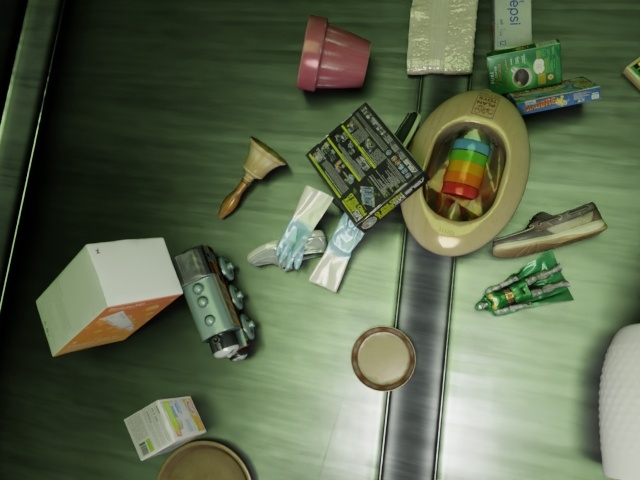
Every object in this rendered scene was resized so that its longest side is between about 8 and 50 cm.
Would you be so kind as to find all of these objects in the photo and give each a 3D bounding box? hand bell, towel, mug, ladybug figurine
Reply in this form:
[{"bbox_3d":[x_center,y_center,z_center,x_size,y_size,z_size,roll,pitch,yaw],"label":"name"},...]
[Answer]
[{"bbox_3d":[-0.218,-0.163,1.685,0.126,0.126,0.242,42,102,15],"label":"hand bell"},{"bbox_3d":[0.345,-0.600,1.669,0.187,0.049,0.282,4,81,13],"label":"towel"},{"bbox_3d":[0.801,0.352,1.278,0.374,0.276,0.327,-3,72,21],"label":"mug"},{"bbox_3d":[0.370,-0.170,1.524,0.305,0.162,0.449,20,84,15],"label":"ladybug figurine"}]

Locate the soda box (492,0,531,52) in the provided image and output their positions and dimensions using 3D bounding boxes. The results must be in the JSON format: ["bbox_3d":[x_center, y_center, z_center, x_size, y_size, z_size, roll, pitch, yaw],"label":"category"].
[{"bbox_3d":[0.519,-0.631,1.617,0.098,0.091,0.286,0,80,11],"label":"soda box"}]

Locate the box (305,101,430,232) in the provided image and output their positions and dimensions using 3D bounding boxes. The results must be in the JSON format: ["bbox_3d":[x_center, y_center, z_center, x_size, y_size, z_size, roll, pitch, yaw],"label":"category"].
[{"bbox_3d":[0.113,-0.189,1.508,0.216,0.060,0.270,-40,60,12],"label":"box"}]

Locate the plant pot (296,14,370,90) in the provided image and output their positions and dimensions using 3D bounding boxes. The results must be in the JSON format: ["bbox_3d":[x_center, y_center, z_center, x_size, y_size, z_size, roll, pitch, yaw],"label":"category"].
[{"bbox_3d":[0.039,-0.506,1.648,0.180,0.201,0.201,11,82,-2],"label":"plant pot"}]

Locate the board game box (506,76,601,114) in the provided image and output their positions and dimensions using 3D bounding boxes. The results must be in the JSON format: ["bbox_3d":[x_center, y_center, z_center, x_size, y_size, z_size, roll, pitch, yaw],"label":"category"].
[{"bbox_3d":[0.597,-0.375,1.536,0.201,0.136,0.035,-10,114,9],"label":"board game box"}]

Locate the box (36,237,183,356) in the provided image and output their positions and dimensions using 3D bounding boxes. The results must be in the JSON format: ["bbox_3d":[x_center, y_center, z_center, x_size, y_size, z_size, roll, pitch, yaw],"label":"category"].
[{"bbox_3d":[-0.556,0.148,1.547,0.345,0.215,0.168,-36,72,38],"label":"box"}]

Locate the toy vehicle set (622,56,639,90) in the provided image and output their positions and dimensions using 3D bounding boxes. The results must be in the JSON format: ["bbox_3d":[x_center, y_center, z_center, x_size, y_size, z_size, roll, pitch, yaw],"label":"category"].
[{"bbox_3d":[0.938,-0.394,1.518,0.166,0.035,0.267,-38,75,3],"label":"toy vehicle set"}]

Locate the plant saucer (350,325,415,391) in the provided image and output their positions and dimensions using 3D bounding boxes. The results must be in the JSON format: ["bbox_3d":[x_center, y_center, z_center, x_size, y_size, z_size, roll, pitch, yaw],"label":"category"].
[{"bbox_3d":[0.164,0.307,1.546,0.169,0.029,0.168,-2,78,11],"label":"plant saucer"}]

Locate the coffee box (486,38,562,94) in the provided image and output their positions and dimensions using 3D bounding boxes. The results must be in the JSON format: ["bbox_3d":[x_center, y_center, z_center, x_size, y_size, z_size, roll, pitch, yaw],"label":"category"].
[{"bbox_3d":[0.533,-0.453,1.557,0.184,0.113,0.040,-8,35,17],"label":"coffee box"}]

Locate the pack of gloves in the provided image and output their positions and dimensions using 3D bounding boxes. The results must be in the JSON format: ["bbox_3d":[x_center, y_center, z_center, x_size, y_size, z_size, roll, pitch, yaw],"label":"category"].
[{"bbox_3d":[0.000,0.000,1.554,0.195,0.046,0.232,26,100,0],"label":"pack of gloves"}]

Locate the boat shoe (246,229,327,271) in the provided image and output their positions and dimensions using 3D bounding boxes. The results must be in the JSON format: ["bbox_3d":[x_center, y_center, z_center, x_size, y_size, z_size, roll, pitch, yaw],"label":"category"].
[{"bbox_3d":[-0.089,0.039,1.620,0.228,0.079,0.081,-17,72,4],"label":"boat shoe"}]

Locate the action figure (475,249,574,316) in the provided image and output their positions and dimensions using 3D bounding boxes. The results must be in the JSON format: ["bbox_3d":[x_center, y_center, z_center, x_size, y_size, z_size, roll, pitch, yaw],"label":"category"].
[{"bbox_3d":[0.502,0.130,1.498,0.232,0.063,0.137,-24,79,10],"label":"action figure"}]

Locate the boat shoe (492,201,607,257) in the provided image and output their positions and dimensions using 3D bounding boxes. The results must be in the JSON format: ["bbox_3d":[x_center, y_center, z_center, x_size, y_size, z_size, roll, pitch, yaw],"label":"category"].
[{"bbox_3d":[0.567,-0.028,1.495,0.285,0.103,0.092,-14,72,5],"label":"boat shoe"}]

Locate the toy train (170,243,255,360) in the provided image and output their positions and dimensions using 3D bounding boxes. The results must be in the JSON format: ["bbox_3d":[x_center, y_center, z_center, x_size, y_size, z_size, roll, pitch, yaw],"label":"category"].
[{"bbox_3d":[-0.287,0.163,1.579,0.142,0.190,0.333,-24,76,7],"label":"toy train"}]

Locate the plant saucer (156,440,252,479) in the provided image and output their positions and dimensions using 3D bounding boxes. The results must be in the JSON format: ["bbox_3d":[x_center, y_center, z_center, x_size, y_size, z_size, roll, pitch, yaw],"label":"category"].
[{"bbox_3d":[-0.304,0.671,1.566,0.278,0.041,0.277,-2,80,11],"label":"plant saucer"}]

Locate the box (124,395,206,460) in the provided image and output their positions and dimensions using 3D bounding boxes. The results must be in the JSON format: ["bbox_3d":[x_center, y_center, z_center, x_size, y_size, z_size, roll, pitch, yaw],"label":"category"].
[{"bbox_3d":[-0.396,0.480,1.535,0.103,0.203,0.114,-31,74,4],"label":"box"}]

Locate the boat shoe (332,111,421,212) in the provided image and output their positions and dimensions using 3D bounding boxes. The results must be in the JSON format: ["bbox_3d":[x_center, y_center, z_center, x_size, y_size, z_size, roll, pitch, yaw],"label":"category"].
[{"bbox_3d":[0.146,-0.214,1.597,0.113,0.127,0.340,32,96,3],"label":"boat shoe"}]
